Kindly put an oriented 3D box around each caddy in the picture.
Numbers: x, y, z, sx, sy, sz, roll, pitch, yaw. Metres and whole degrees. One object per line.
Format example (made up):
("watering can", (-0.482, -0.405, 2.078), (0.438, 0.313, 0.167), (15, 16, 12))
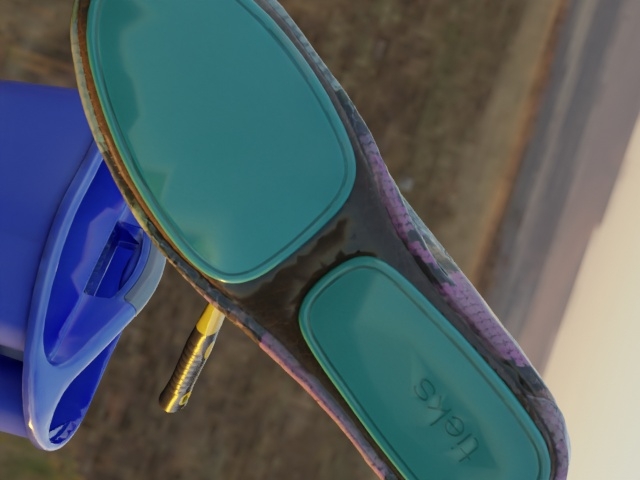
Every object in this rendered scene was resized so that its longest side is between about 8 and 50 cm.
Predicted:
("caddy", (-0.221, 0.016, 1.586), (0.341, 0.179, 0.241), (-71, 168, -48))

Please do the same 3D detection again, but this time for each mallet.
("mallet", (-0.062, 0.044, 0.966), (0.062, 0.039, 0.190), (-37, 165, -41))

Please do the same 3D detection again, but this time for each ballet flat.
("ballet flat", (0.000, 0.000, 0.602), (0.077, 0.221, 0.079), (-38, -174, 7))
